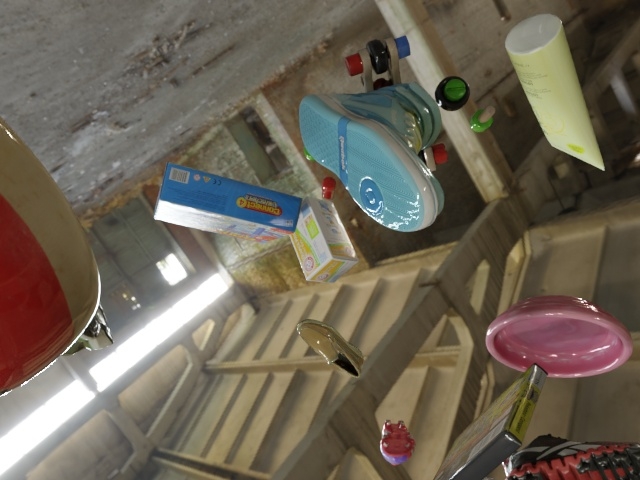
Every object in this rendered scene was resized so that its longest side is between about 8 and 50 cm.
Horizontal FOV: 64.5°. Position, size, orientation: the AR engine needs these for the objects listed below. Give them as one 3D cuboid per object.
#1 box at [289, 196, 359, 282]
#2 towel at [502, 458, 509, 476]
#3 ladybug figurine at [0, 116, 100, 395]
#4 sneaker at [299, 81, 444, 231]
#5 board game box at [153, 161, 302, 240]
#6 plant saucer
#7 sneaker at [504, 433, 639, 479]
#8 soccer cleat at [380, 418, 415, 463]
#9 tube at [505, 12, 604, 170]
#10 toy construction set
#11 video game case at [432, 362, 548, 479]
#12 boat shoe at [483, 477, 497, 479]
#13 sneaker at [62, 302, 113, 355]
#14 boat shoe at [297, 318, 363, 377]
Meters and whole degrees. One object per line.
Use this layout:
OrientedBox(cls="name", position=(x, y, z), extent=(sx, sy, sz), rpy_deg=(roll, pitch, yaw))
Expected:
OrientedBox(cls="box", position=(0.000, 0.000, 1.363), extent=(0.103, 0.203, 0.114), rpy_deg=(9, 137, -43))
OrientedBox(cls="towel", position=(0.581, 0.691, 1.647), extent=(0.029, 0.144, 0.197), rpy_deg=(-22, -147, 7))
OrientedBox(cls="ladybug figurine", position=(-0.355, 0.010, 0.398), extent=(0.304, 0.450, 0.162), rpy_deg=(1, -129, 8))
OrientedBox(cls="sneaker", position=(0.121, -0.142, 0.723), extent=(0.208, 0.127, 0.319), rpy_deg=(-17, -137, -21))
OrientedBox(cls="board game box", position=(-0.238, -0.078, 1.237), extent=(0.302, 0.307, 0.086), rpy_deg=(165, -63, -69))
OrientedBox(cls="plant saucer", position=(0.591, 0.239, 1.280), extent=(0.332, 0.332, 0.084), rpy_deg=(-23, -141, 40))
OrientedBox(cls="sneaker", position=(0.485, 0.425, 0.973), extent=(0.275, 0.098, 0.135), rpy_deg=(-24, -171, 20))
OrientedBox(cls="soccer cleat", position=(0.185, 0.506, 1.230), extent=(0.082, 0.095, 0.248), rpy_deg=(-1, 175, 5))
OrientedBox(cls="tube", position=(0.301, -0.174, 0.644), extent=(0.062, 0.240, 0.070), rpy_deg=(-14, -125, 32))
OrientedBox(cls="toy construction set", position=(0.105, -0.192, 0.958), extent=(0.309, 0.257, 0.237), rpy_deg=(-43, 176, -5))
OrientedBox(cls="video game case", position=(0.301, 0.374, 0.941), extent=(0.248, 0.035, 0.275), rpy_deg=(-24, 150, -55))
OrientedBox(cls="boat shoe", position=(0.430, 0.629, 1.263), extent=(0.066, 0.063, 0.184), rpy_deg=(5, -172, -3))
OrientedBox(cls="sneaker", position=(-0.557, 0.179, 1.035), extent=(0.181, 0.158, 0.410), rpy_deg=(-25, 164, -17))
OrientedBox(cls="boat shoe", position=(0.026, 0.251, 1.167), extent=(0.068, 0.189, 0.072), rpy_deg=(-48, -161, 28))
